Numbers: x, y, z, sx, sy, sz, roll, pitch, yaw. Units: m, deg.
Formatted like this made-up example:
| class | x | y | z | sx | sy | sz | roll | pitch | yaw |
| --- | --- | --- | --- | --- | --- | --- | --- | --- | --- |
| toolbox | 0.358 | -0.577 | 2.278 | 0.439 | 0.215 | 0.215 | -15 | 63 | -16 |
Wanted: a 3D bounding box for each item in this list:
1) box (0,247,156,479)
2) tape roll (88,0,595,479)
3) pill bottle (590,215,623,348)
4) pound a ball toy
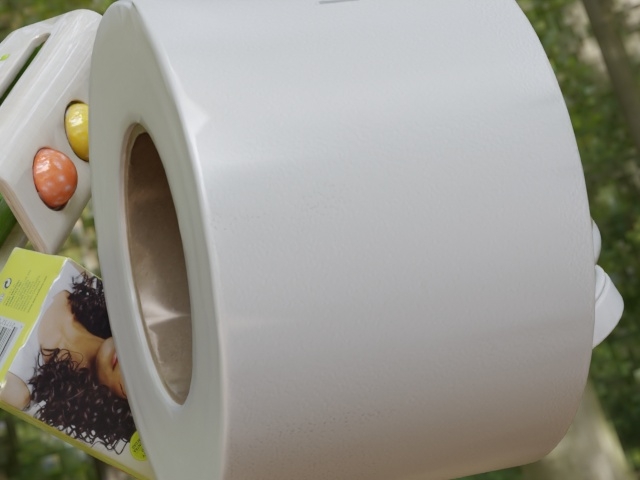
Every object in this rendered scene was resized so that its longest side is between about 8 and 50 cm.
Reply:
| class | x | y | z | sx | sy | sz | roll | pitch | yaw |
| --- | --- | --- | --- | --- | --- | --- | --- | --- | --- |
| box | -0.090 | 0.094 | 1.002 | 0.232 | 0.087 | 0.058 | 34 | -15 | -39 |
| tape roll | 0.000 | 0.000 | 0.833 | 0.169 | 0.246 | 0.246 | -8 | -19 | -18 |
| pill bottle | 0.106 | -0.009 | 1.047 | 0.094 | 0.169 | 0.094 | -32 | 21 | 14 |
| pound a ball toy | -0.278 | -0.109 | 1.617 | 0.135 | 0.208 | 0.319 | -12 | 31 | 24 |
